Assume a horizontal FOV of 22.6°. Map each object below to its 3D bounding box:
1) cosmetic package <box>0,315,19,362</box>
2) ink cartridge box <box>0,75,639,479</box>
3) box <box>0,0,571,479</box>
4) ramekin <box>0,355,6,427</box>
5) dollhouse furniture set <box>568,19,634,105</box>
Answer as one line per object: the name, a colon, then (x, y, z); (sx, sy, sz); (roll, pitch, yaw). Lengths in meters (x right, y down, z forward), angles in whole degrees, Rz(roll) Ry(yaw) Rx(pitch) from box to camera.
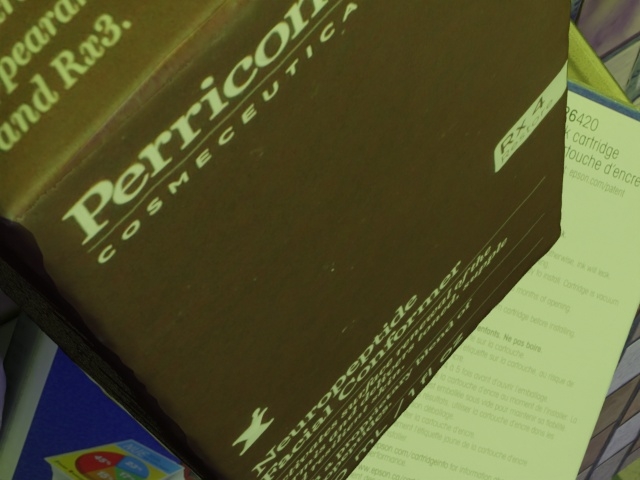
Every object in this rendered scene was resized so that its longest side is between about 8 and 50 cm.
cosmetic package: (-0.195, 0.196, 0.874); (0.385, 0.217, 0.156); (-27, 158, -23)
ink cartridge box: (0.009, 0.042, 0.788); (0.303, 0.072, 0.307); (20, 87, -25)
box: (-0.024, -0.042, 0.523); (0.191, 0.143, 0.381); (-47, 159, -10)
ramekin: (-0.251, 0.075, 0.644); (0.273, 0.127, 0.273); (-34, 159, -15)
dollhouse furniture set: (0.129, -0.096, 0.985); (0.262, 0.135, 0.259); (-43, 170, 11)
